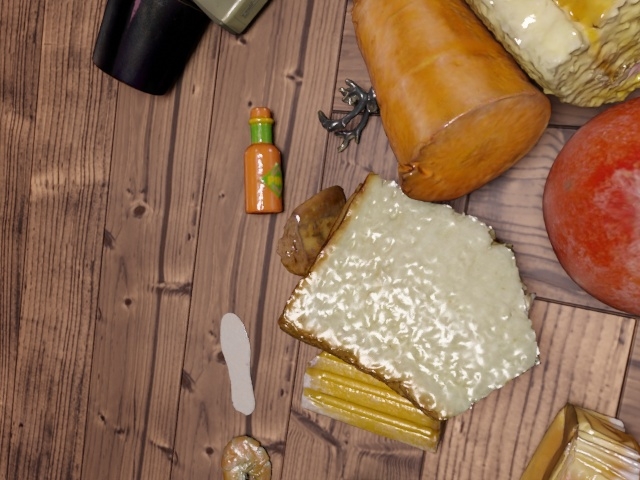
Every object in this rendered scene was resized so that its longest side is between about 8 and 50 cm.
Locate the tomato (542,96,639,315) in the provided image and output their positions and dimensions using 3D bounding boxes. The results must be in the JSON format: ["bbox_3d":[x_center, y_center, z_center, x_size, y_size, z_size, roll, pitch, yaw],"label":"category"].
[{"bbox_3d":[0.394,-0.042,0.548,0.265,0.265,0.264,1,92,24],"label":"tomato"}]

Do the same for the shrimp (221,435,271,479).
[{"bbox_3d":[-0.140,0.458,0.923,0.099,0.041,0.180,1,91,9],"label":"shrimp"}]

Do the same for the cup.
[{"bbox_3d":[-0.324,-0.398,0.933,0.166,0.239,0.177,23,112,-21],"label":"cup"}]

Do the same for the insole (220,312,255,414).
[{"bbox_3d":[-0.156,0.236,0.934,0.065,0.004,0.197,-11,87,24],"label":"insole"}]

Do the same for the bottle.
[{"bbox_3d":[-0.103,-0.140,0.861,0.069,0.069,0.187,-2,92,24],"label":"bottle"}]

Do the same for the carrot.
[{"bbox_3d":[0.141,-0.202,0.626,0.196,0.196,0.254,-33,64,22],"label":"carrot"}]

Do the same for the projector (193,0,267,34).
[{"bbox_3d":[-0.177,-0.523,0.868,0.193,0.088,0.269,-43,76,18],"label":"projector"}]

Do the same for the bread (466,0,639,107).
[{"bbox_3d":[0.234,-0.334,0.540,0.165,0.237,0.375,-40,67,38],"label":"bread"}]

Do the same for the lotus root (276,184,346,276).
[{"bbox_3d":[-0.004,0.000,0.803,0.095,0.135,0.159,32,117,18],"label":"lotus root"}]

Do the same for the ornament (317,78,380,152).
[{"bbox_3d":[0.113,-0.172,0.761,0.236,0.080,0.202,-7,86,22],"label":"ornament"}]

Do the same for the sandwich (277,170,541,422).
[{"bbox_3d":[0.140,0.087,0.684,0.325,0.131,0.262,27,78,17],"label":"sandwich"}]

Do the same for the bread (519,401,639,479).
[{"bbox_3d":[0.331,0.349,0.651,0.107,0.136,0.241,25,102,19],"label":"bread"}]

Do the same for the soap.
[{"bbox_3d":[0.090,0.231,0.787,0.232,0.073,0.140,10,94,24],"label":"soap"}]
